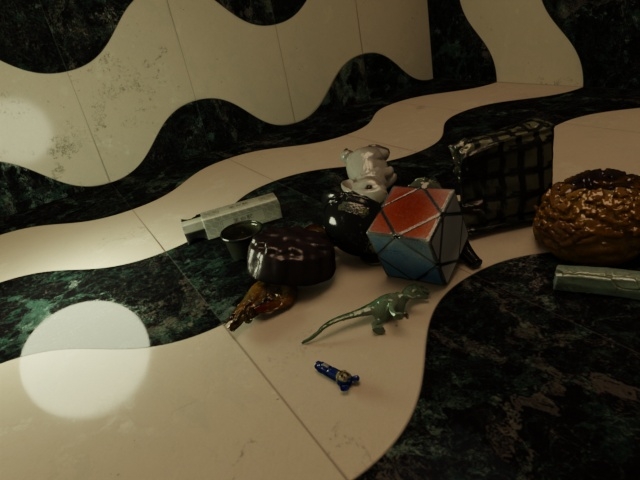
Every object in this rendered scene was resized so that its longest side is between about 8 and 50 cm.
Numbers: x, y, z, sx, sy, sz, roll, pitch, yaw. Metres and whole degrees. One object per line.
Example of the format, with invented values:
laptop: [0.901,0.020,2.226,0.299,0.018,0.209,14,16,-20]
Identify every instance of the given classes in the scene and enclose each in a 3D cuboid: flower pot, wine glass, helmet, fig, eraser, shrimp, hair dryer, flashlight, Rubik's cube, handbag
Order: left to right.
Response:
eraser: [-0.367,-0.094,2.047,0.403,0.097,0.098,-17,28,-12]
flower pot: [-0.279,0.006,1.803,0.157,0.107,0.157,-7,28,4]
shrimp: [-0.164,0.188,1.456,0.152,0.063,0.287,13,32,20]
fig: [0.000,0.000,1.708,0.154,0.103,0.109,8,53,33]
flashlight: [0.032,0.309,1.153,0.057,0.036,0.121,-32,33,-34]
helmet: [0.107,-0.038,1.597,0.278,0.231,0.161,15,69,19]
wine glass: [0.339,-0.105,1.738,0.156,0.156,0.232,4,34,29]
Rubik's cube: [0.289,-0.017,1.444,0.205,0.205,0.207,7,52,36]
hair dryer: [0.365,0.050,1.528,0.219,0.075,0.196,-24,36,-2]
handbag: [0.592,-0.201,1.611,0.326,0.326,0.162,-14,24,-6]

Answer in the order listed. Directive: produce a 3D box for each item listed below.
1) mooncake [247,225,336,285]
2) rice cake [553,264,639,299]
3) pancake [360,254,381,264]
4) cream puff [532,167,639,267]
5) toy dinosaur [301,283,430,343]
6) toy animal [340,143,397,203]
mooncake: [-0.089,0.043,1.550,0.282,0.142,0.283,1,17,0]
rice cake: [0.761,0.110,1.221,0.336,0.066,0.063,4,39,30]
pancake: [0.184,0.053,1.627,0.114,0.011,0.115,-11,25,5]
cream puff: [0.785,-0.083,1.411,0.326,0.231,0.343,-25,29,-18]
toy dinosaur: [0.141,0.201,1.288,0.382,0.076,0.129,-17,20,-18]
toy animal: [0.188,-0.257,2.069,0.257,0.194,0.357,5,38,11]
